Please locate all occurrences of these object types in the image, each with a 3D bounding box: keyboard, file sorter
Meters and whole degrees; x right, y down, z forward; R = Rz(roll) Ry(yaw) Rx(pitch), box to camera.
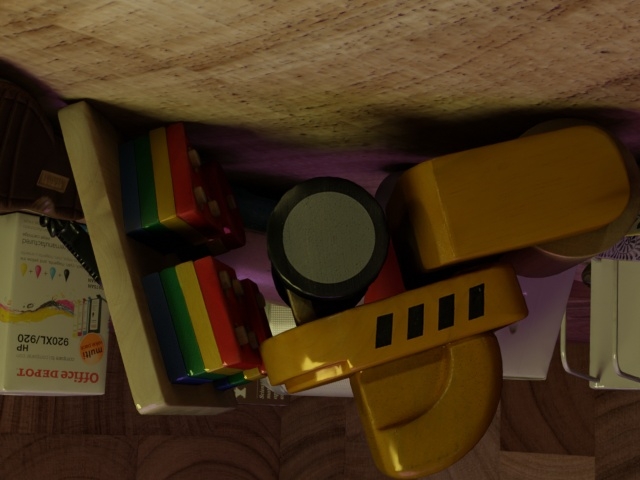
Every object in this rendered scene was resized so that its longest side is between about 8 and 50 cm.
[{"bbox_3d":[-0.252,0.009,1.110,0.201,0.033,0.317,52,168,-27],"label":"keyboard"},{"bbox_3d":[0.467,0.091,1.348,0.277,0.193,0.173,-3,166,30],"label":"file sorter"}]

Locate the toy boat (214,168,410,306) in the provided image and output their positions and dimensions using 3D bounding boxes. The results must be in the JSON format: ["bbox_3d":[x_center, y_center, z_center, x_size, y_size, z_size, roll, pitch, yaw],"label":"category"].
[{"bbox_3d":[0.000,0.000,1.125,0.267,0.148,0.318,17,171,-39],"label":"toy boat"}]

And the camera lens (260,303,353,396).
[{"bbox_3d":[0.048,0.099,1.386,0.274,0.219,0.219,0,170,15],"label":"camera lens"}]

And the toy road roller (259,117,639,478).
[{"bbox_3d":[0.112,0.057,0.868,0.329,0.241,0.202,-16,172,-4],"label":"toy road roller"}]

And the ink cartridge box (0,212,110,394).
[{"bbox_3d":[-0.402,0.095,1.429,0.168,0.233,0.171,-5,168,39],"label":"ink cartridge box"}]

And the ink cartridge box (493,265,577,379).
[{"bbox_3d":[0.172,0.046,1.093,0.082,0.140,0.190,8,-167,-25],"label":"ink cartridge box"}]

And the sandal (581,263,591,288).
[{"bbox_3d":[0.497,0.069,1.625,0.219,0.060,0.090,22,157,-23],"label":"sandal"}]

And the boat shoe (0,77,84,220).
[{"bbox_3d":[-0.268,-0.073,0.842,0.095,0.095,0.257,21,171,13],"label":"boat shoe"}]

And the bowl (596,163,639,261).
[{"bbox_3d":[0.329,-0.030,0.977,0.170,0.080,0.170,3,170,0],"label":"bowl"}]

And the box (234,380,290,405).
[{"bbox_3d":[-0.126,0.175,1.851,0.143,0.191,0.381,3,179,-4],"label":"box"}]

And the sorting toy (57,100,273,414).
[{"bbox_3d":[-0.116,0.019,0.929,0.089,0.256,0.257,-18,168,5],"label":"sorting toy"}]
